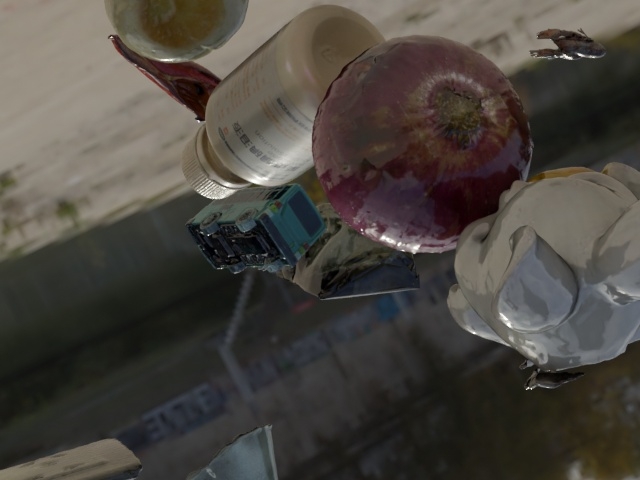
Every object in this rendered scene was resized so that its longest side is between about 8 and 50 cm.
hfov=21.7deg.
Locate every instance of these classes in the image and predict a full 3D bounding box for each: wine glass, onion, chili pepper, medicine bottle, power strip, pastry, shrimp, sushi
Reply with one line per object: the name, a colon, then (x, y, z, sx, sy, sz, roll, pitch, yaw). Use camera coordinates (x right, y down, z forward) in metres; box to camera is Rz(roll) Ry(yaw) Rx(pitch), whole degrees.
wine glass: (-0.026, 0.248, 1.334, 0.122, 0.183, 0.122, -41, 165, -13)
onion: (0.079, -0.074, 1.321, 0.177, 0.177, 0.153, -25, 152, -43)
chili pepper: (-0.157, -0.185, 2.004, 0.059, 0.268, 0.050, -55, -144, 8)
medicine bottle: (-0.041, -0.111, 1.501, 0.114, 0.114, 0.252, -25, 176, -38)
power strip: (-0.352, 0.318, 2.048, 0.251, 0.092, 0.257, -9, -176, -14)
pastry: (-0.154, -0.263, 1.767, 0.156, 0.156, 0.092, -27, -152, -1)
shrimp: (0.298, -0.238, 2.016, 0.092, 0.038, 0.029, -1, -158, 5)
sushi: (0.012, -0.003, 2.125, 0.134, 0.109, 0.273, -4, -170, -22)

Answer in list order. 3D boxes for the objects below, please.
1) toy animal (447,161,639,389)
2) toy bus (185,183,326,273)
toy animal: (0.201, 0.020, 1.250, 0.208, 0.154, 0.325, -14, -179, -3)
toy bus: (-0.077, -0.016, 1.971, 0.160, 0.079, 0.092, -4, -145, 52)
